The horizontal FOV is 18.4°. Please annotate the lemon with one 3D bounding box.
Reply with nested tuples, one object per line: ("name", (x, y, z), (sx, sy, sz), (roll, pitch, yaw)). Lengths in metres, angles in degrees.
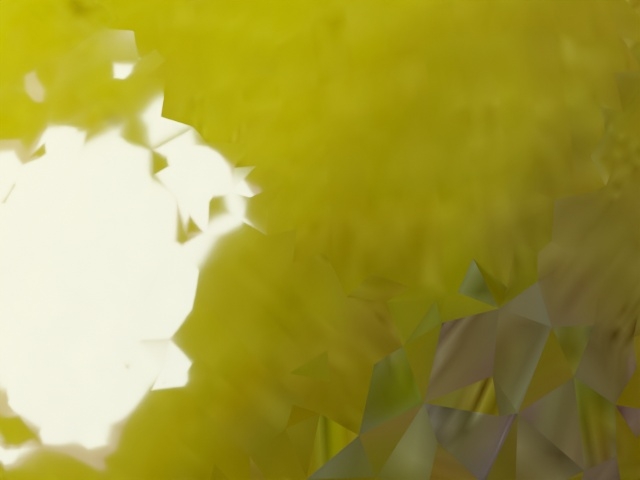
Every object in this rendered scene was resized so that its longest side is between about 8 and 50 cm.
("lemon", (-0.004, 0.006, 0.466), (0.285, 0.285, 0.316), (-13, 43, 30))
